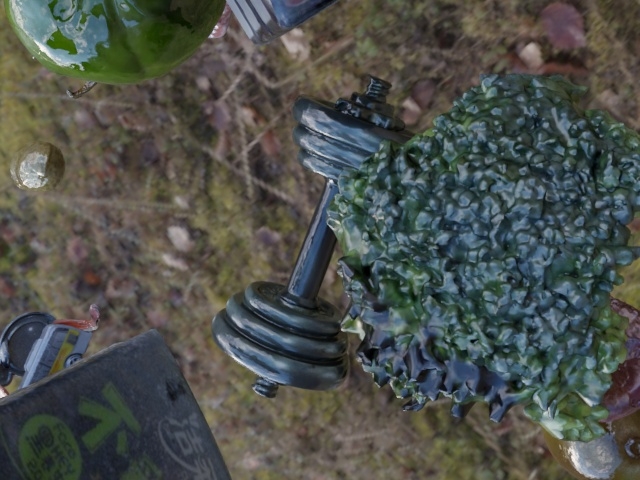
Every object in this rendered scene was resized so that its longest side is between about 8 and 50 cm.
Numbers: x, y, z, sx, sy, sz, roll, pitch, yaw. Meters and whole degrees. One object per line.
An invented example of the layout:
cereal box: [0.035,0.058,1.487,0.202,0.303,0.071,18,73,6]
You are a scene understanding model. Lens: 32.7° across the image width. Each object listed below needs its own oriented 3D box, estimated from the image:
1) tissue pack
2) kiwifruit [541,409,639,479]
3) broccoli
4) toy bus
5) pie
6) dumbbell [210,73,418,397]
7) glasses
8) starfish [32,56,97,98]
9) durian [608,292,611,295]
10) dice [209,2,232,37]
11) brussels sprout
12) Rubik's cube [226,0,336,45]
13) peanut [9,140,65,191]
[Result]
tissue pack: [-0.220,0.265,0.932,0.124,0.394,0.288,-21,92,27]
kiwifruit: [0.486,0.328,1.871,0.196,0.196,0.234,63,170,-13]
broccoli: [0.164,0.010,1.047,0.293,0.347,0.281,13,160,22]
toy bus: [-0.375,0.204,1.486,0.075,0.190,0.064,23,166,-15]
pie: [0.374,0.159,1.482,0.182,0.182,0.049,27,168,23]
dumbbell: [0.000,0.000,1.295,0.179,0.179,0.406,25,102,24]
glasses: [-0.415,0.195,1.563,0.268,0.234,0.118,-7,119,54]
starfish: [-0.415,-0.327,1.900,0.190,0.074,0.146,-15,95,33]
durian: [0.260,0.056,1.358,0.208,0.102,0.146,29,104,22]
dice: [-0.203,-0.410,1.904,0.094,0.091,0.093,9,170,-13]
brussels sprout: [-0.252,-0.379,1.393,0.289,0.281,0.354,2,102,-10]
Rubik's cube: [-0.002,-0.392,1.040,0.303,0.305,0.301,60,178,-10]
peanut: [-0.472,-0.125,1.829,0.089,0.089,0.193,64,159,-14]
